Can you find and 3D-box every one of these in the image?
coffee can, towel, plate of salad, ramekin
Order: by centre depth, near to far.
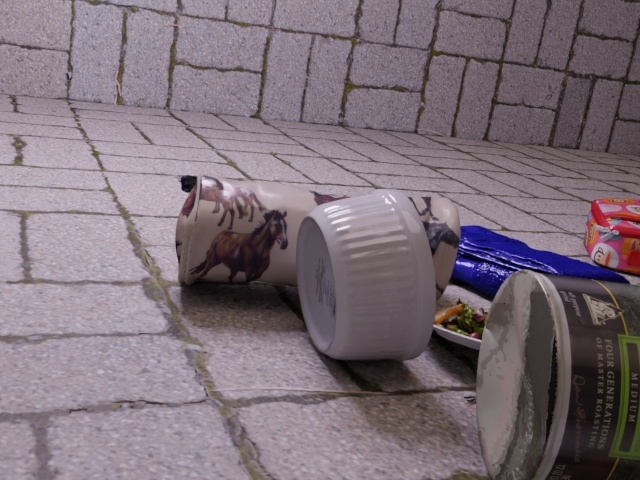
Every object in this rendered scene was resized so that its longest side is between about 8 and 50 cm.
[{"bbox_3d":[0.306,0.142,0.696,0.276,0.201,0.201,7,16,-5],"label":"coffee can"},{"bbox_3d":[0.044,0.044,0.896,0.109,0.207,0.207,-6,20,-17],"label":"ramekin"},{"bbox_3d":[0.223,0.112,0.968,0.200,0.048,0.200,13,2,-1],"label":"plate of salad"},{"bbox_3d":[0.327,0.036,1.271,0.228,0.076,0.308,-6,20,-39],"label":"towel"}]

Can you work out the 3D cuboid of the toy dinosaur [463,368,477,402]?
[{"bbox_3d":[0.206,0.164,0.858,0.090,0.047,0.082,11,31,-31],"label":"toy dinosaur"}]

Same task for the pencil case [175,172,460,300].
[{"bbox_3d":[0.000,0.000,1.083,0.411,0.159,0.183,5,5,-14],"label":"pencil case"}]

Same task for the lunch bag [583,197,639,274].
[{"bbox_3d":[0.686,0.011,1.515,0.293,0.120,0.258,10,20,9],"label":"lunch bag"}]
